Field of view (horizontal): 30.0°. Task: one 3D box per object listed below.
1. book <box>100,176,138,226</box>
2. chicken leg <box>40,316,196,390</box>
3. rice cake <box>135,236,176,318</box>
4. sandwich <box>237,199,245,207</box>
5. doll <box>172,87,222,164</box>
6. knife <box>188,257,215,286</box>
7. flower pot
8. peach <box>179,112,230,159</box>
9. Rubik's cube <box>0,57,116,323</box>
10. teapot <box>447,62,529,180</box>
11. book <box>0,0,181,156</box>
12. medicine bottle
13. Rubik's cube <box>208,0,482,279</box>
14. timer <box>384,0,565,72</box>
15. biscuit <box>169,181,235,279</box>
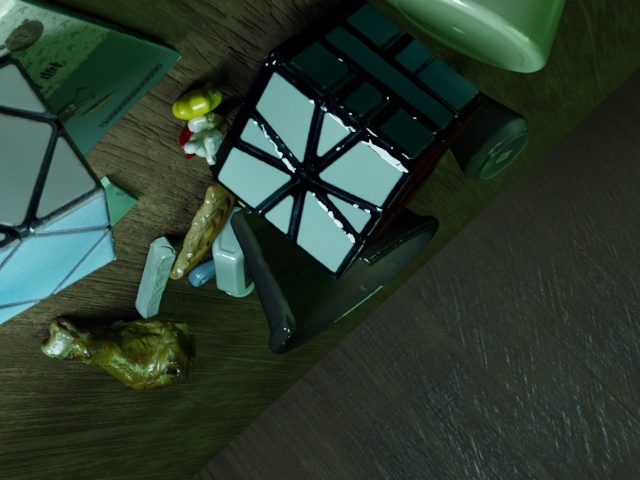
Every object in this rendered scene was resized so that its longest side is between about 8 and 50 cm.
[{"bbox_3d":[-0.349,-0.047,1.887,0.103,0.017,0.135,-43,165,1],"label":"book"},{"bbox_3d":[-0.352,0.218,2.254,0.361,0.212,0.140,3,96,-72],"label":"chicken leg"},{"bbox_3d":[-0.310,0.071,2.247,0.042,0.045,0.245,-27,160,-29],"label":"rice cake"},{"bbox_3d":[-0.055,-0.130,2.289,0.193,0.058,0.162,-47,165,18],"label":"sandwich"},{"bbox_3d":[-0.182,-0.166,1.782,0.072,0.113,0.135,-10,-145,15],"label":"doll"},{"bbox_3d":[-0.178,0.025,2.484,0.244,0.032,0.058,-35,160,-35],"label":"knife"},{"bbox_3d":[0.000,0.000,2.179,0.379,0.251,0.379,-38,168,-10],"label":"flower pot"},{"bbox_3d":[-0.185,-0.169,1.878,0.083,0.050,0.077,-31,-170,5],"label":"peach"},{"bbox_3d":[-0.375,-0.045,1.376,0.205,0.207,0.205,-32,163,-17],"label":"Rubik's cube"},{"bbox_3d":[0.301,-0.246,2.496,0.203,0.225,0.171,-23,154,-44],"label":"teapot"},{"bbox_3d":[-0.353,-0.180,1.487,0.264,0.031,0.379,-43,164,16],"label":"book"},{"bbox_3d":[-0.164,0.037,2.361,0.229,0.083,0.121,95,13,-62],"label":"medicine bottle"},{"bbox_3d":[0.041,-0.169,1.891,0.283,0.288,0.293,-43,172,-49],"label":"Rubik's cube"},{"bbox_3d":[0.284,-0.467,1.880,0.315,0.291,0.291,-64,164,-2],"label":"timer"},{"bbox_3d":[-0.203,-0.029,2.182,0.224,0.033,0.144,-61,171,33],"label":"biscuit"}]
